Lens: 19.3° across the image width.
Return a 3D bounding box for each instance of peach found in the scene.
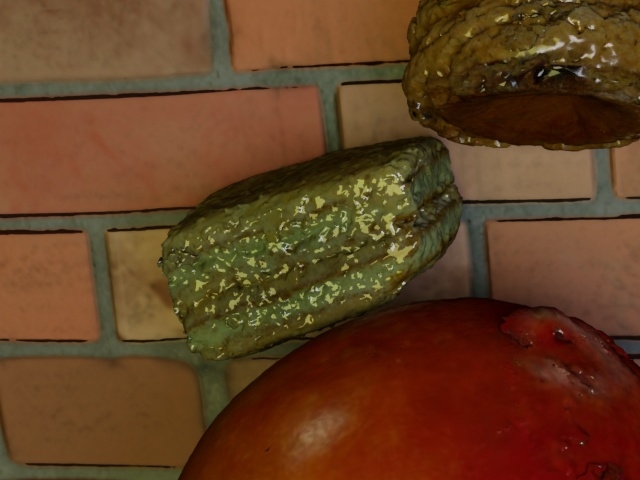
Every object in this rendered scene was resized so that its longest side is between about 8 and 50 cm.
[{"bbox_3d":[0.082,0.209,1.189,0.370,0.370,0.370,5,106,17],"label":"peach"}]

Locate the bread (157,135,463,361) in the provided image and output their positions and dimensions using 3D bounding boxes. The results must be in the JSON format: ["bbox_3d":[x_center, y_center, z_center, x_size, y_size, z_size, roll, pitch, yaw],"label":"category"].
[{"bbox_3d":[0.000,0.000,1.275,0.196,0.138,0.102,-19,102,20],"label":"bread"}]

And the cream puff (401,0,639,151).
[{"bbox_3d":[0.145,-0.155,1.185,0.183,0.183,0.169,0,77,18],"label":"cream puff"}]
